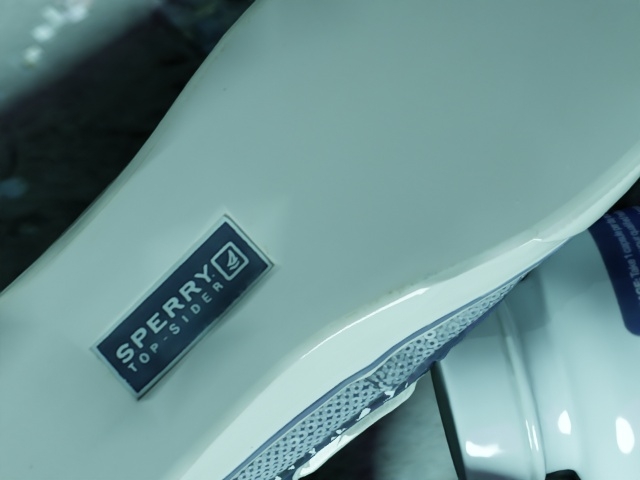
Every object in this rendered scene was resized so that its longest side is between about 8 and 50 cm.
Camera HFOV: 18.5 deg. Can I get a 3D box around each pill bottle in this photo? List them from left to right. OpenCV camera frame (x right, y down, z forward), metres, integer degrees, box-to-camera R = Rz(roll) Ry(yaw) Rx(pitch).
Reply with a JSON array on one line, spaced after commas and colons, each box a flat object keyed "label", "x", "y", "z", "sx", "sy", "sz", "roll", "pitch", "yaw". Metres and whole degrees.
[{"label": "pill bottle", "x": 0.137, "y": 0.039, "z": 0.756, "sx": 0.186, "sy": 0.112, "sz": 0.112, "roll": -13, "pitch": 141, "yaw": -1}]

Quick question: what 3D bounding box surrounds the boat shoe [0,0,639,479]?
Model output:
[{"label": "boat shoe", "x": 0.000, "y": 0.000, "z": 0.685, "sx": 0.340, "sy": 0.127, "sz": 0.158, "roll": -38, "pitch": 170, "yaw": 7}]
